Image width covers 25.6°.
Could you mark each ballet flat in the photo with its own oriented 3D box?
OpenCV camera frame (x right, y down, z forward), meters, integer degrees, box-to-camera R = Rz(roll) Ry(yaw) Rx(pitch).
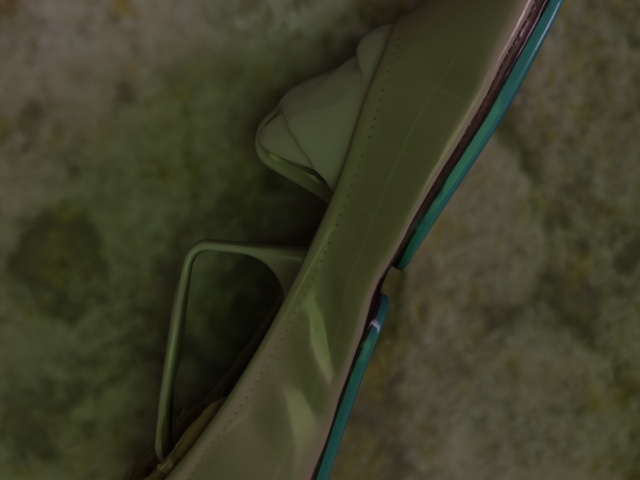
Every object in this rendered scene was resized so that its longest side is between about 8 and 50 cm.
[{"bbox_3d":[0.000,0.000,0.482,0.086,0.086,0.248,21,99,-21],"label":"ballet flat"}]
